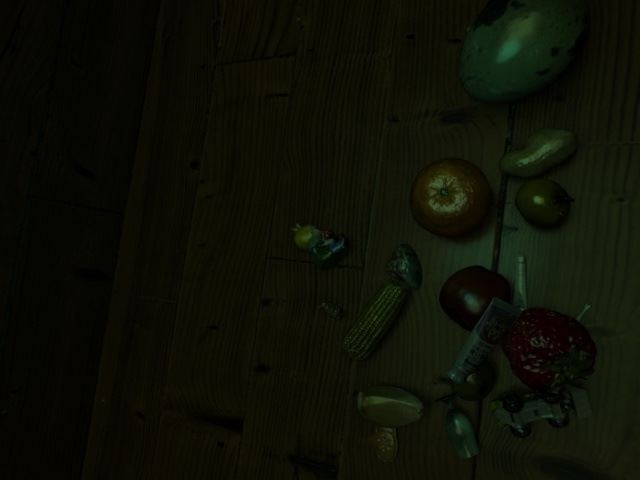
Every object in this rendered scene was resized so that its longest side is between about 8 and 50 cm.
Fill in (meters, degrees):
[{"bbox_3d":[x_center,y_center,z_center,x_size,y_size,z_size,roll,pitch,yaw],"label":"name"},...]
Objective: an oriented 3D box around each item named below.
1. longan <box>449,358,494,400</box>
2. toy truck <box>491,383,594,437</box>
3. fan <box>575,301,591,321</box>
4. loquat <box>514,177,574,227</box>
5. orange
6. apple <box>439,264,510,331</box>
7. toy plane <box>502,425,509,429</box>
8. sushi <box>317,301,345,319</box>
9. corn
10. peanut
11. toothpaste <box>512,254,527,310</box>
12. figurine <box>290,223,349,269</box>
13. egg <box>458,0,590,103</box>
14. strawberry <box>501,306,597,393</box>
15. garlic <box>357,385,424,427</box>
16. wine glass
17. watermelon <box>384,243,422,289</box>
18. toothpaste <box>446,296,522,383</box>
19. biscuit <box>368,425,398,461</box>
[{"bbox_3d":[0.507,0.459,1.536,0.155,0.145,0.176,-40,25,-1],"label":"longan"},{"bbox_3d":[0.694,0.525,1.434,0.286,0.111,0.136,-18,105,15],"label":"toy truck"},{"bbox_3d":[0.811,0.291,1.466,0.132,0.009,0.219,37,101,26],"label":"fan"},{"bbox_3d":[0.725,-0.124,1.492,0.149,0.172,0.204,-57,18,-4],"label":"loquat"},{"bbox_3d":[0.457,-0.149,1.593,0.284,0.226,0.283,-3,84,32],"label":"orange"},{"bbox_3d":[0.518,0.196,1.523,0.234,0.234,0.233,-4,81,27],"label":"apple"},{"bbox_3d":[0.631,0.600,1.509,0.085,0.024,0.077,14,75,21],"label":"toy plane"},{"bbox_3d":[0.049,0.286,1.846,0.120,0.055,0.052,28,90,27],"label":"sushi"},{"bbox_3d":[0.208,0.303,1.719,0.131,0.131,0.344,36,99,27],"label":"corn"},{"bbox_3d":[0.734,-0.292,1.531,0.253,0.122,0.137,-34,59,24],"label":"peanut"},{"bbox_3d":[0.685,0.145,1.544,0.048,0.031,0.190,1,87,25],"label":"toothpaste"},{"bbox_3d":[-0.004,-0.008,1.883,0.185,0.127,0.234,-44,55,10],"label":"figurine"},{"bbox_3d":[0.658,-0.649,1.495,0.428,0.345,0.344,-42,66,31],"label":"egg"},{"bbox_3d":[0.683,0.320,1.406,0.257,0.258,0.277,-57,26,10],"label":"strawberry"},{"bbox_3d":[0.258,0.600,1.630,0.245,0.164,0.145,-1,65,22],"label":"garlic"},{"bbox_3d":[0.473,0.637,1.550,0.093,0.093,0.202,-26,72,23],"label":"wine glass"},{"bbox_3d":[0.308,0.109,1.728,0.139,0.071,0.186,-21,74,28],"label":"watermelon"},{"bbox_3d":[0.505,0.317,1.413,0.114,0.073,0.299,26,107,-13],"label":"toothpaste"},{"bbox_3d":[0.235,0.759,1.697,0.118,0.023,0.139,-12,78,26],"label":"biscuit"}]
